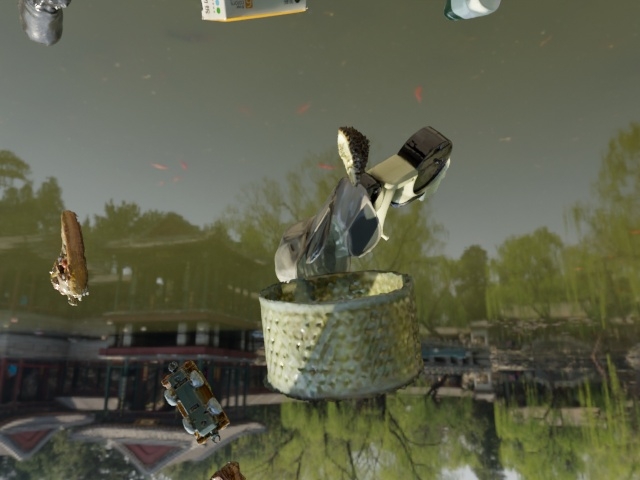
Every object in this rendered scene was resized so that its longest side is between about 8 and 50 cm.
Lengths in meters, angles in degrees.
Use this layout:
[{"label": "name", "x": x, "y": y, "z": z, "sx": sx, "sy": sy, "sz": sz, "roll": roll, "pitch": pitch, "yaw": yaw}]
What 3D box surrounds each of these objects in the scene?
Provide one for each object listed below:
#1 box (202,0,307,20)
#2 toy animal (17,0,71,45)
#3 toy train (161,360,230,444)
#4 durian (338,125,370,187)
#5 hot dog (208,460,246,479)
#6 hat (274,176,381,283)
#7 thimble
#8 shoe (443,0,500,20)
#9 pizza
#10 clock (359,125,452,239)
[{"label": "box", "x": -0.157, "y": -0.637, "z": 1.171, "sx": 0.091, "sy": 0.221, "sz": 0.273, "roll": 19, "pitch": -147, "yaw": 39}, {"label": "toy animal", "x": -0.726, "y": -0.634, "z": 1.306, "sx": 0.106, "sy": 0.169, "sz": 0.343, "roll": -19, "pitch": -171, "yaw": -31}, {"label": "toy train", "x": -0.293, "y": 0.383, "z": 1.200, "sx": 0.089, "sy": 0.219, "sz": 0.127, "roll": -36, "pitch": 164, "yaw": -7}, {"label": "durian", "x": 0.055, "y": -0.161, "z": 0.915, "sx": 0.066, "sy": 0.131, "sz": 0.052, "roll": -32, "pitch": 152, "yaw": 34}, {"label": "hot dog", "x": -0.230, "y": 0.754, "z": 1.387, "sx": 0.114, "sy": 0.259, "sz": 0.175, "roll": 0, "pitch": 132, "yaw": -51}, {"label": "hat", "x": 0.005, "y": -0.006, "z": 1.067, "sx": 0.161, "sy": 0.275, "sz": 0.232, "roll": 32, "pitch": -160, "yaw": 25}, {"label": "thimble", "x": 0.030, "y": 0.144, "z": 0.826, "sx": 0.270, "sy": 0.150, "sz": 0.271, "roll": -6, "pitch": -175, "yaw": 0}, {"label": "shoe", "x": 0.289, "y": -0.546, "z": 0.949, "sx": 0.095, "sy": 0.265, "sz": 0.110, "roll": 12, "pitch": 175, "yaw": -30}, {"label": "pizza", "x": -0.496, "y": 0.050, "z": 0.975, "sx": 0.052, "sy": 0.185, "sz": 0.195, "roll": -1, "pitch": 157, "yaw": -36}, {"label": "clock", "x": 0.193, "y": -0.132, "z": 1.307, "sx": 0.378, "sy": 0.120, "sz": 0.277, "roll": -34, "pitch": 154, "yaw": -23}]
